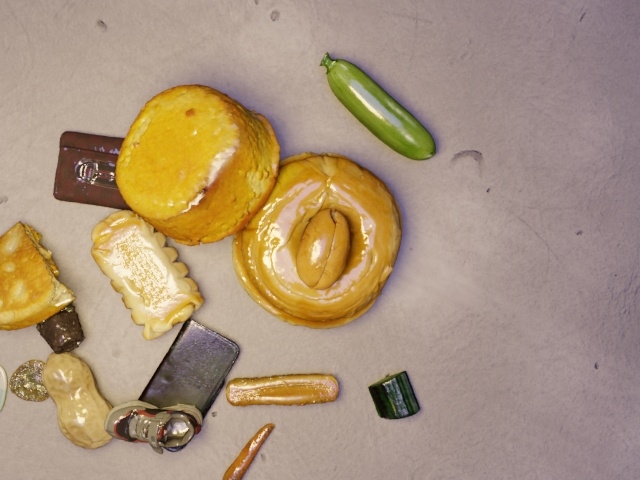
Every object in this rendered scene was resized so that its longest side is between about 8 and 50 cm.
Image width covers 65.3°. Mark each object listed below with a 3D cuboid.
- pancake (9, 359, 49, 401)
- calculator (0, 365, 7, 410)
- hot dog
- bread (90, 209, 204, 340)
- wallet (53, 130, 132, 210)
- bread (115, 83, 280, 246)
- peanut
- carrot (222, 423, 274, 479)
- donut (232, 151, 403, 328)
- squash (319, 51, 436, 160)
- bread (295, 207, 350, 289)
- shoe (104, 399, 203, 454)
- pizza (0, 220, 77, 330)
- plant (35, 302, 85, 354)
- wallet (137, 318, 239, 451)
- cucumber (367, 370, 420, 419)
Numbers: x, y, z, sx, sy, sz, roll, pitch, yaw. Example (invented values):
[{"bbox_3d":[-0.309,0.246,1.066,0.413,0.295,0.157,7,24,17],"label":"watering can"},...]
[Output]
[{"bbox_3d":[-0.700,0.346,1.219,0.108,0.017,0.108,0,93,-9],"label":"pancake"},{"bbox_3d":[-0.807,0.369,1.200,0.095,0.021,0.153,9,87,-8],"label":"calculator"},{"bbox_3d":[-0.098,0.388,1.290,0.289,0.068,0.083,-1,66,-5],"label":"hot dog"},{"bbox_3d":[-0.422,0.072,1.213,0.173,0.121,0.311,-31,94,-11],"label":"bread"},{"bbox_3d":[-0.535,-0.172,1.237,0.229,0.049,0.182,7,91,-7],"label":"wallet"},{"bbox_3d":[-0.275,-0.177,1.113,0.337,0.204,0.358,33,86,15],"label":"bread"},{"bbox_3d":[-0.576,0.380,1.185,0.123,0.123,0.257,-28,96,-8],"label":"peanut"},{"bbox_3d":[-0.186,0.551,1.288,0.047,0.047,0.191,37,78,-7],"label":"carrot"},{"bbox_3d":[0.000,0.000,1.244,0.449,0.198,0.449,0,91,-11],"label":"donut"},{"bbox_3d":[0.150,-0.342,1.316,0.395,0.107,0.107,41,84,-7],"label":"squash"},{"bbox_3d":[0.009,0.019,1.110,0.114,0.077,0.189,15,90,-6],"label":"bread"},{"bbox_3d":[-0.384,0.444,1.165,0.227,0.125,0.099,6,96,-22],"label":"shoe"},{"bbox_3d":[-0.716,0.126,1.142,0.268,0.087,0.258,-40,61,-3],"label":"pizza"},{"bbox_3d":[-0.622,0.195,1.188,0.092,0.094,0.143,-47,72,29],"label":"plant"},{"bbox_3d":[-0.344,0.367,1.259,0.172,0.045,0.318,30,88,-9],"label":"wallet"},{"bbox_3d":[0.201,0.421,1.339,0.116,0.062,0.115,-20,89,-10],"label":"cucumber"}]
